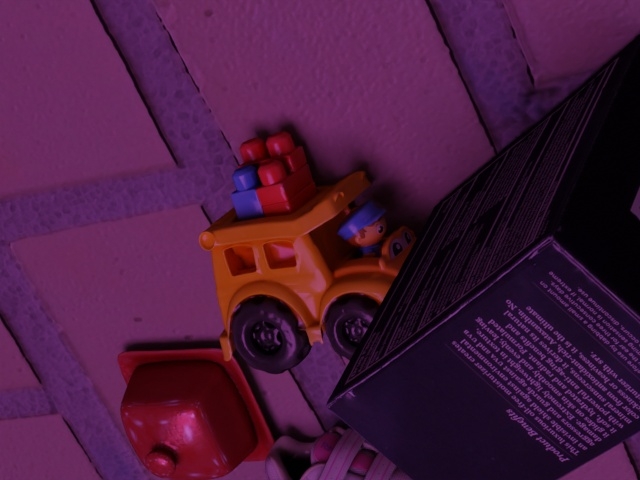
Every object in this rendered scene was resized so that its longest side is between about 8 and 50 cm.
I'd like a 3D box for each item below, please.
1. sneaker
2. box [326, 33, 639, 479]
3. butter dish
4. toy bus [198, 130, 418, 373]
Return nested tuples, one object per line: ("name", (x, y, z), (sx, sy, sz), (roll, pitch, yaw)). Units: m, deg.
("sneaker", (0.039, 0.257, 1.820), (0.252, 0.103, 0.111), (-7, 124, 30))
("box", (0.198, 0.036, 1.431), (0.182, 0.296, 0.294), (42, 134, -9))
("butter dish", (-0.151, 0.207, 1.867), (0.159, 0.118, 0.160), (-4, 124, 30))
("toy bus", (0.000, 0.000, 1.624), (0.220, 0.149, 0.211), (-7, 106, 29))
